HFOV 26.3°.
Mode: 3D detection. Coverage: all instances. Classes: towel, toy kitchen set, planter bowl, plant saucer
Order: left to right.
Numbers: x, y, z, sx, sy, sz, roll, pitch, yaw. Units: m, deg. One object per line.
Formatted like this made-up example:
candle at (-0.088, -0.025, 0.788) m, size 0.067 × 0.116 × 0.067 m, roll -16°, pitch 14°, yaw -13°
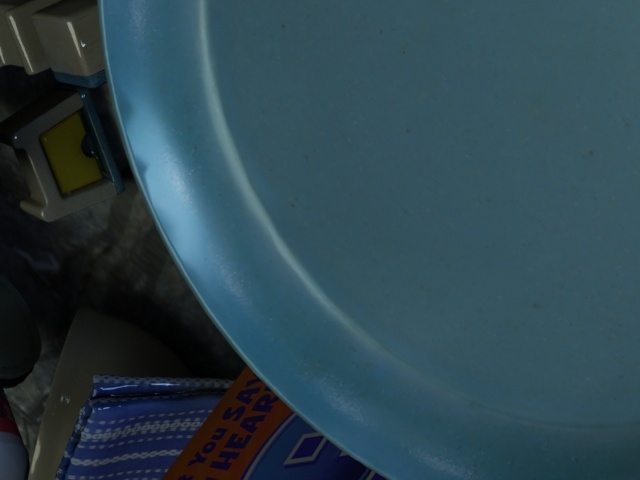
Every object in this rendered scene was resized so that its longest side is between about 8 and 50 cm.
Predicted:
toy kitchen set at (-0.126, -0.093, 0.876) m, size 0.207 × 0.122 × 0.166 m, roll 18°, pitch 132°, yaw 53°
planter bowl at (-0.144, 0.138, 1.011) m, size 0.109 × 0.162 × 0.162 m, roll 14°, pitch 132°, yaw -3°
towel at (-0.080, 0.209, 0.971) m, size 0.243 × 0.040 × 0.336 m, roll 5°, pitch 138°, yaw -21°
plant saucer at (0.051, -0.048, 0.463) m, size 0.317 × 0.044 × 0.317 m, roll 20°, pitch 124°, yaw 32°

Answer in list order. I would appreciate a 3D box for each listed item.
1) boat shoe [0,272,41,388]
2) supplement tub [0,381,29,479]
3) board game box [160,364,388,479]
boat shoe at (-0.314, 0.049, 1.122) m, size 0.228 × 0.081 × 0.068 m, roll 38°, pitch 138°, yaw 20°
supplement tub at (-0.335, 0.084, 0.967) m, size 0.191 × 0.191 × 0.272 m, roll -44°, pitch 64°, yaw 46°
board game box at (0.131, 0.230, 0.670) m, size 0.356 × 0.356 × 0.356 m, roll -16°, pitch 116°, yaw 41°
